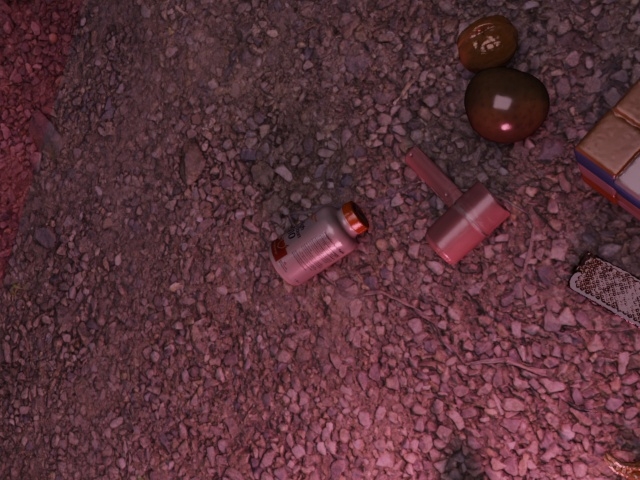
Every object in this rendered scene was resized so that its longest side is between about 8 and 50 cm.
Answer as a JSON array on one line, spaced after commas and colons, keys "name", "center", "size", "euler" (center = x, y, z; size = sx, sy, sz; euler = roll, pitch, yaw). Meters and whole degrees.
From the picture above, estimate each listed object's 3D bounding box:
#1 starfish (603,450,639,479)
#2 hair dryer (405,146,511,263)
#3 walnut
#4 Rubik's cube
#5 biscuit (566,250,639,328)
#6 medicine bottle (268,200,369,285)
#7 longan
[{"name": "starfish", "center": [0.852, 0.574, 1.412], "size": [0.375, 0.094, 0.327], "euler": [-39, 62, 23]}, {"name": "hair dryer", "center": [0.332, -0.125, 1.689], "size": [0.210, 0.125, 0.352], "euler": [-45, 61, 16]}, {"name": "walnut", "center": [0.450, -0.532, 1.641], "size": [0.166, 0.149, 0.166], "euler": [-21, 51, 29]}, {"name": "Rubik's cube", "center": [0.818, -0.194, 1.337], "size": [0.344, 0.347, 0.346], "euler": [47, 106, 25]}, {"name": "biscuit", "center": [0.797, 0.166, 1.478], "size": [0.388, 0.073, 0.107], "euler": [33, 98, 21]}, {"name": "medicine bottle", "center": [0.000, 0.000, 1.786], "size": [0.289, 0.157, 0.157], "euler": [-34, 74, 17]}, {"name": "longan", "center": [0.479, -0.354, 1.587], "size": [0.220, 0.196, 0.196], "euler": [34, 100, 15]}]
